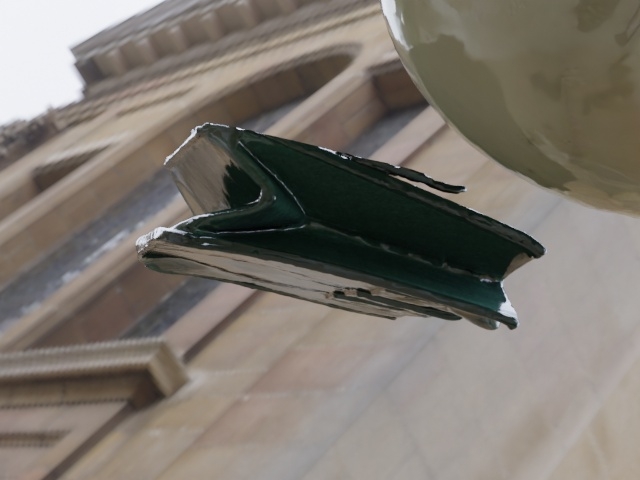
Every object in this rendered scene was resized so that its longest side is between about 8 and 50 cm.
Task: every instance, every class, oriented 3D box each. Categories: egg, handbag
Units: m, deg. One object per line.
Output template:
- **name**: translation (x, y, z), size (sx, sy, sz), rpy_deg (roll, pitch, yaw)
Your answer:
- **egg**: translation (0.180, -0.159, 0.781), size (0.345, 0.283, 0.283), rpy_deg (27, -43, 42)
- **handbag**: translation (-0.001, -0.001, 0.939), size (0.238, 0.089, 0.326), rpy_deg (16, -6, -10)
